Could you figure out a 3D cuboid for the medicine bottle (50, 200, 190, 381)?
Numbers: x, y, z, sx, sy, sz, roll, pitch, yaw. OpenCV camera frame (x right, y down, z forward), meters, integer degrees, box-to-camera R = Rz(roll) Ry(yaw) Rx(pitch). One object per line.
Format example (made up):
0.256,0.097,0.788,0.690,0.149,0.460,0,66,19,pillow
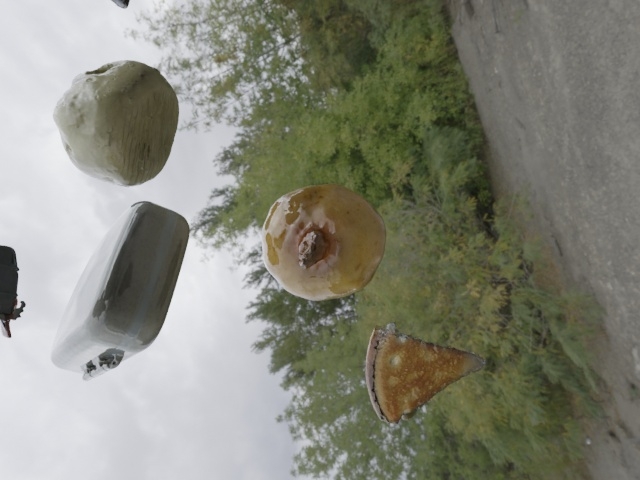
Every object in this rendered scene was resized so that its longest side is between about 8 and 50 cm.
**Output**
-0.371,0.097,0.752,0.122,0.375,0.283,27,-126,-29,medicine bottle

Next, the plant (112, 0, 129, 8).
-0.260,-0.379,0.510,0.194,0.129,0.132,-10,-113,-60,plant

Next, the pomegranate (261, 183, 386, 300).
0.003,-0.001,0.679,0.207,0.206,0.207,-19,-90,-75,pomegranate

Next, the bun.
-0.539,-0.312,1.126,0.362,0.234,0.327,-64,-17,-47,bun

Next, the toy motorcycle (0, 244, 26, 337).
-0.453,0.015,0.373,0.325,0.147,0.222,21,-106,-52,toy motorcycle

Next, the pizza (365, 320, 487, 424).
0.165,0.199,0.660,0.052,0.194,0.185,-116,21,-70,pizza
